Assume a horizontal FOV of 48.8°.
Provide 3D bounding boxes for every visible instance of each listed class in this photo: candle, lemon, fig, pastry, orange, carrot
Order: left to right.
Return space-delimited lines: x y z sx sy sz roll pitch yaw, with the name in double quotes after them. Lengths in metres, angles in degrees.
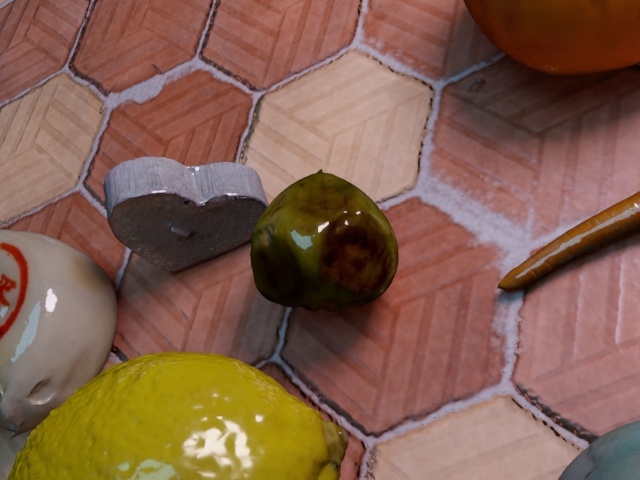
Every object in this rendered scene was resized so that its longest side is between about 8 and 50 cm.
-0.381 0.108 0.876 0.265 0.133 0.264 -9 66 22 "pastry"
-0.128 0.231 0.627 0.322 0.268 0.268 -37 57 4 "lemon"
-0.163 -0.027 0.844 0.168 0.192 0.068 -54 41 47 "candle"
0.000 0.000 0.755 0.154 0.144 0.165 -32 36 24 "fig"
0.262 0.002 0.706 0.190 0.037 0.037 -30 58 12 "carrot"
0.283 -0.310 0.731 0.284 0.226 0.283 -9 67 22 "orange"

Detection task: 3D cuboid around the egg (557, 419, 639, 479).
0.286 0.210 0.510 0.237 0.169 0.169 -5 64 20 "egg"
